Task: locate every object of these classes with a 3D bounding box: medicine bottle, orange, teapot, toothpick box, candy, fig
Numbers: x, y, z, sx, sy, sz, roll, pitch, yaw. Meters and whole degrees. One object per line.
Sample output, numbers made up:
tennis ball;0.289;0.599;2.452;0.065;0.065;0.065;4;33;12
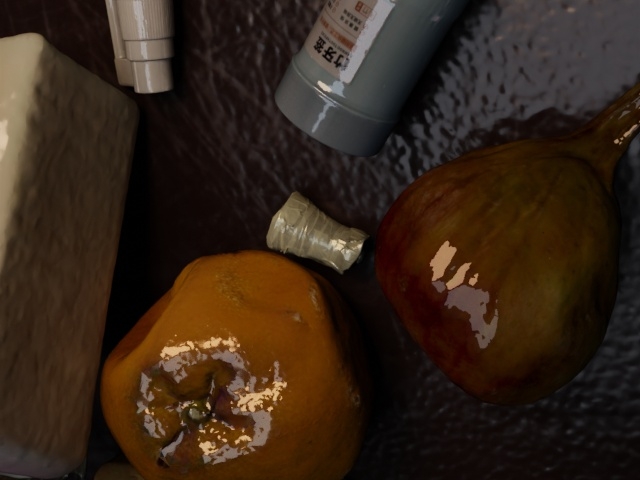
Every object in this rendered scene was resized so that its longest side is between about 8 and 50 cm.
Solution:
medicine bottle;-0.167;-0.243;0.887;0.092;0.061;0.220;14;113;46
orange;-0.074;0.137;0.883;0.249;0.183;0.249;5;106;18
teapot;0.000;0.000;0.891;0.083;0.057;0.067;25;150;11
toothpick box;0.041;-0.156;0.794;0.101;0.101;0.153;35;115;10
candy;-0.274;0.016;0.856;0.145;0.208;0.358;2;76;17
fig;0.185;-0.006;0.769;0.290;0.190;0.190;-33;92;-7

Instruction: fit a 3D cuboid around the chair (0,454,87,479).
chair;-0.302;0.232;0.978;0.149;0.174;0.213;36;151;41

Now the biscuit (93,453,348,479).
biscuit;-0.076;0.326;1.026;0.355;0.052;0.275;8;109;22
